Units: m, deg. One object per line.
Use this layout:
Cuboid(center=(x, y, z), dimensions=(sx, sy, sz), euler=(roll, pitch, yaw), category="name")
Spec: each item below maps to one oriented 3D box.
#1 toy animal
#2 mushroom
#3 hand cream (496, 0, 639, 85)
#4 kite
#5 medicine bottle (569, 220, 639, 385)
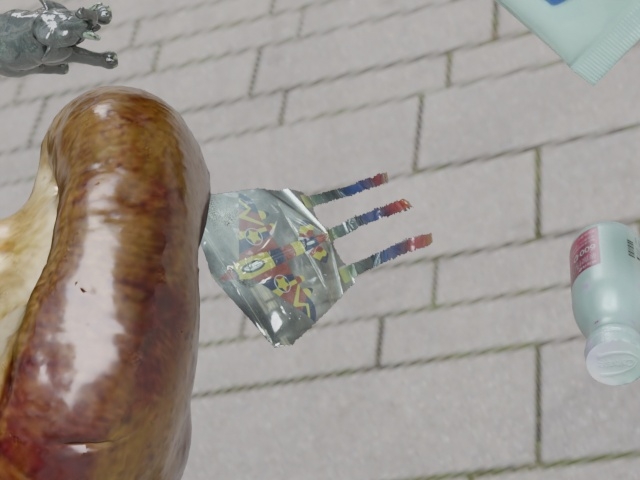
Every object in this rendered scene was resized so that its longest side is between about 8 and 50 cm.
Cuboid(center=(-0.313, -0.250, 1.801), dimensions=(0.137, 0.082, 0.269), euler=(-4, 0, -43), category="toy animal")
Cuboid(center=(-0.156, 0.059, 0.796), dimensions=(0.254, 0.267, 0.267), euler=(-18, 35, -25), category="mushroom")
Cuboid(center=(0.097, -0.241, 0.992), dimensions=(0.109, 0.321, 0.067), euler=(-48, 7, 38), category="hand cream")
Cuboid(center=(0.001, -0.001, 1.215), dimensions=(0.245, 0.141, 0.015), euler=(-21, -13, -46), category="kite")
Cuboid(center=(0.334, 0.072, 1.697), dimensions=(0.090, 0.090, 0.216), euler=(-12, 33, 16), category="medicine bottle")
